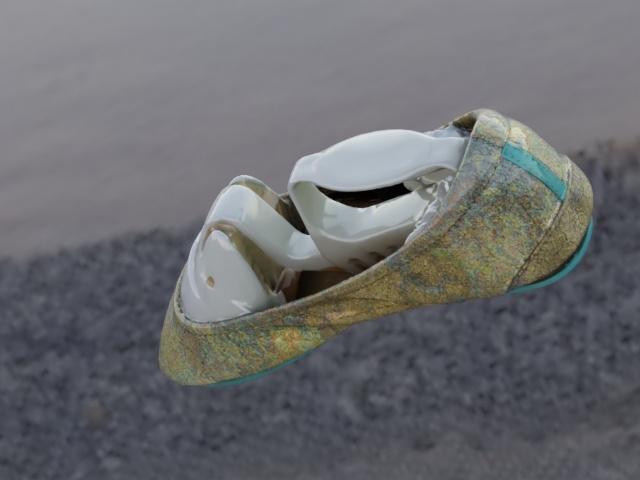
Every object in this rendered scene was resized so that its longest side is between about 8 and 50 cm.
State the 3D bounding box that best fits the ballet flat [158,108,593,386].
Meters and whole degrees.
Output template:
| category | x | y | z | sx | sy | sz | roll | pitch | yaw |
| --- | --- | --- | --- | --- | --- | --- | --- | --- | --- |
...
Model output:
| category | x | y | z | sx | sy | sz | roll | pitch | yaw |
| --- | --- | --- | --- | --- | --- | --- | --- | --- | --- |
| ballet flat | 0.000 | 0.000 | 1.109 | 0.348 | 0.123 | 0.123 | -18 | 31 | 41 |
